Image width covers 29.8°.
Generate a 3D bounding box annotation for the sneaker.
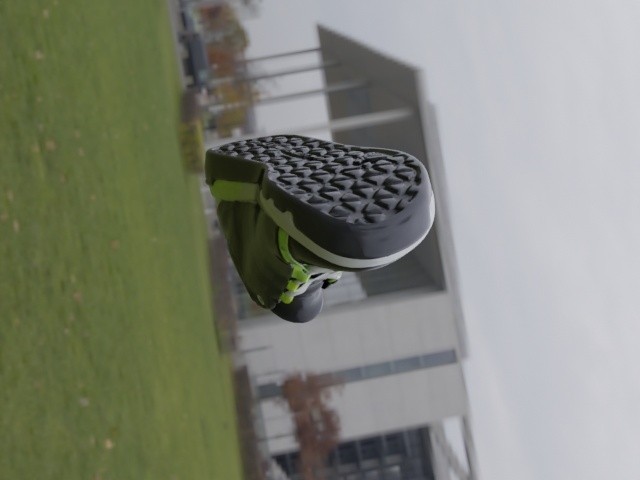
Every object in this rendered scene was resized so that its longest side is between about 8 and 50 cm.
[{"bbox_3d":[0.000,0.000,0.661,0.235,0.084,0.097,-149,-130,-68],"label":"sneaker"}]
